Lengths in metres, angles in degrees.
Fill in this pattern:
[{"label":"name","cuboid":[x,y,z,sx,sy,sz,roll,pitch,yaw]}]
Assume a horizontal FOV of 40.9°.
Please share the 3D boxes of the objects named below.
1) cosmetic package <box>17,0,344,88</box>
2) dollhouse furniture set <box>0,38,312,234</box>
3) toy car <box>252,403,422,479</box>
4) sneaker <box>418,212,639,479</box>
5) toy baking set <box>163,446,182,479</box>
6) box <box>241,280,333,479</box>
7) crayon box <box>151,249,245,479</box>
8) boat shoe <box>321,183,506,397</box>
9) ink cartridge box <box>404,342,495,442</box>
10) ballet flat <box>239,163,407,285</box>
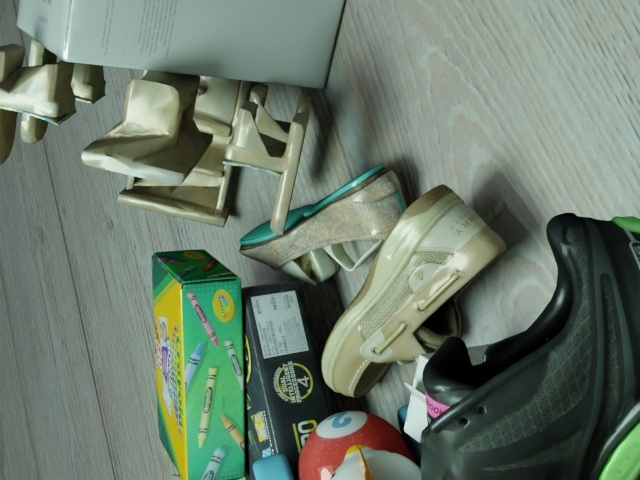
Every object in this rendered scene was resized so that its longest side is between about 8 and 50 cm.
[{"label":"cosmetic package","cuboid":[-0.174,-0.306,1.107,0.197,0.366,0.155,37,119,49]},{"label":"dollhouse furniture set","cuboid":[-0.212,-0.113,1.166,0.394,0.362,0.256,-83,7,-71]},{"label":"toy car","cuboid":[0.051,0.259,0.885,0.238,0.219,0.210,87,163,-63]},{"label":"sneaker","cuboid":[0.159,0.191,0.740,0.202,0.185,0.482,28,95,4]},{"label":"toy baking set","cuboid":[-0.229,0.382,1.503,0.256,0.030,0.196,-48,55,44]},{"label":"box","cuboid":[-0.067,0.287,1.177,0.318,0.097,0.394,133,126,-63]},{"label":"crayon box","cuboid":[-0.165,0.165,1.146,0.165,0.081,0.278,-153,61,-64]},{"label":"boat shoe","cuboid":[0.096,0.091,0.970,0.110,0.122,0.341,41,140,17]},{"label":"ink cartridge box","cuboid":[0.159,0.167,0.871,0.092,0.143,0.089,28,114,50]},{"label":"ballet flat","cuboid":[0.000,0.000,1.120,0.316,0.108,0.106,-22,101,54]}]
